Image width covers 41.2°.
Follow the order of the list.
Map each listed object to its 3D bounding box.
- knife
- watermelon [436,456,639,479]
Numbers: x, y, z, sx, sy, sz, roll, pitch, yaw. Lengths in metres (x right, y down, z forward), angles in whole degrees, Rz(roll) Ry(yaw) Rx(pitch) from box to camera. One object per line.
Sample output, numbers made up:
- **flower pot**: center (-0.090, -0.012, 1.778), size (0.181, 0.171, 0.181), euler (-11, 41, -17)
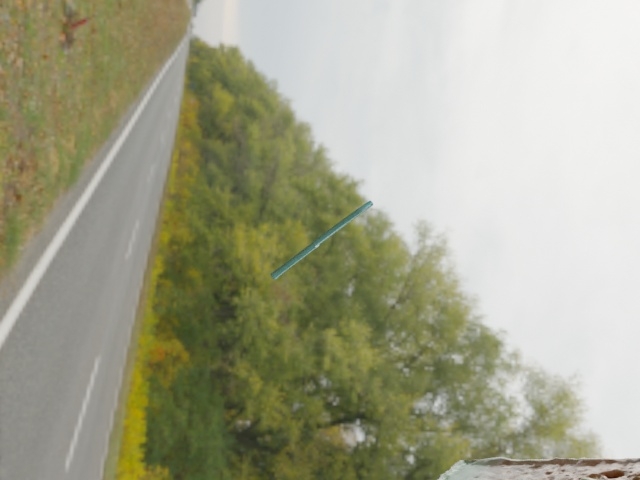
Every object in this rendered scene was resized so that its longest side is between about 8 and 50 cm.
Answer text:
- **knife**: center (0.000, 0.000, 0.533), size (0.091, 0.005, 0.014), euler (-37, 178, 34)
- **watermelon**: center (0.205, 0.220, 0.615), size (0.193, 0.256, 0.140), euler (-28, 98, -64)
